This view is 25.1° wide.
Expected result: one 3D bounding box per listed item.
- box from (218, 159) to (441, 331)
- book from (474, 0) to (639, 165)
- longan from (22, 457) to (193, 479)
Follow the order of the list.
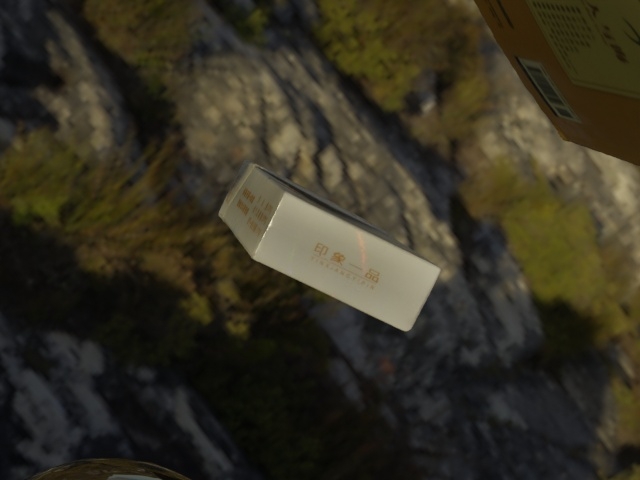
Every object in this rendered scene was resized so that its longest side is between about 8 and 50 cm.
[{"bbox_3d":[0.000,0.000,1.253,0.149,0.067,0.233,29,3,-14],"label":"box"},{"bbox_3d":[0.171,-0.143,0.872,0.269,0.032,0.389,56,-6,-19],"label":"book"},{"bbox_3d":[-0.135,0.268,0.849,0.300,0.300,0.243,-91,-178,-60],"label":"longan"}]
